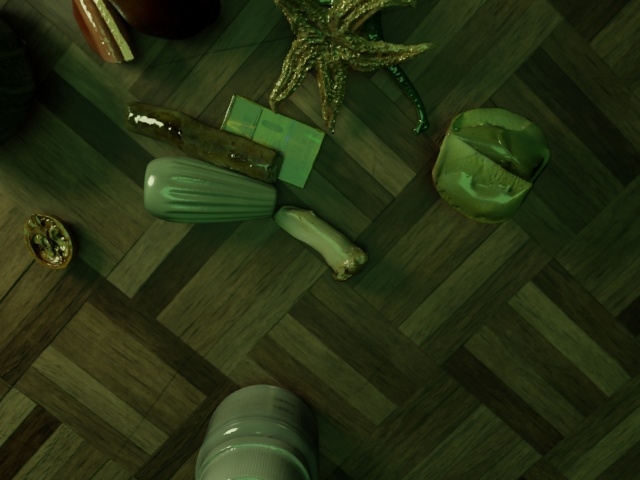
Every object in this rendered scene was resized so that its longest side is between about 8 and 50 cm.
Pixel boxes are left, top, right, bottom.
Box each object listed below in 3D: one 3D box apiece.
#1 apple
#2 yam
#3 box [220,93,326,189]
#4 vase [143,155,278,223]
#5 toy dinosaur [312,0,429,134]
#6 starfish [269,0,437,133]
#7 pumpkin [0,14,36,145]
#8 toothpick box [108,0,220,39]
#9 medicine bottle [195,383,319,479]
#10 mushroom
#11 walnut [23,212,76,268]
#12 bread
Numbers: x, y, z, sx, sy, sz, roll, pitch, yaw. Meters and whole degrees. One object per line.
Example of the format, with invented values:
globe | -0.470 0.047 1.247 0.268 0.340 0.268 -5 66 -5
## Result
apple | 0.311 -0.142 0.991 0.188 0.174 0.207 29 103 13
yam | -0.222 -0.189 1.001 0.317 0.071 0.067 21 136 7
box | -0.100 -0.194 1.046 0.193 0.030 0.121 22 101 -6
vase | -0.208 -0.089 1.024 0.248 0.128 0.128 6 102 -11
toy dinosaur | 0.116 -0.440 0.965 0.301 0.087 0.447 13 109 -3
starfish | 0.027 -0.330 0.944 0.299 0.060 0.302 18 131 -20
pumpkin | -0.677 -0.304 0.904 0.327 0.257 0.291 33 117 2
toothpick box | -0.257 -0.499 0.903 0.192 0.192 0.294 8 96 -2
medicine bottle | -0.124 0.454 1.046 0.245 0.306 0.245 0 102 0
mushroom | 0.000 0.000 1.072 0.209 0.071 0.084 39 128 -6
walnut | -0.538 -0.002 1.072 0.091 0.052 0.121 -24 99 6
bread | -0.399 -0.404 0.962 0.067 0.119 0.192 -29 105 -25
